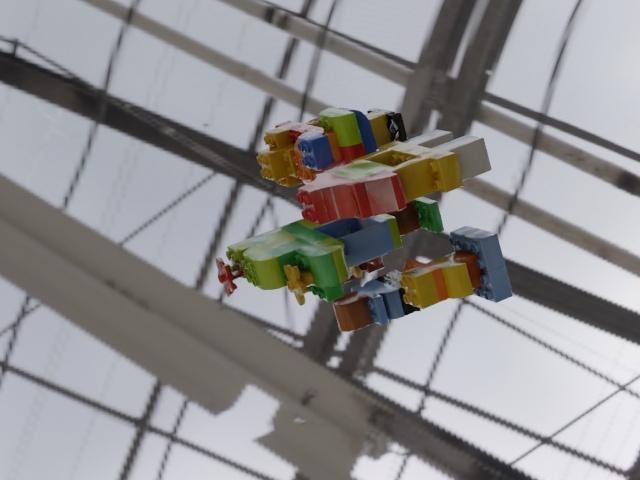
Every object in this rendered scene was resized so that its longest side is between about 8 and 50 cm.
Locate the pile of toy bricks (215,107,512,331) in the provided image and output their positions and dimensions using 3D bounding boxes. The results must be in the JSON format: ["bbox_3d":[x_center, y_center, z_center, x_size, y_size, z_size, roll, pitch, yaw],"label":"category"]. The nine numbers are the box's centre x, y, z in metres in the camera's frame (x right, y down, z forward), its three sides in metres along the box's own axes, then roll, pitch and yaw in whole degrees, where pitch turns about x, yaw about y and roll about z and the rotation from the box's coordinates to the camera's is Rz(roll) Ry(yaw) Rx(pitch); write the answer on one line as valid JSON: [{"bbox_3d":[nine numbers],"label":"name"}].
[{"bbox_3d":[0.000,0.000,0.745,0.212,0.105,0.118,20,-52,67],"label":"pile of toy bricks"}]
